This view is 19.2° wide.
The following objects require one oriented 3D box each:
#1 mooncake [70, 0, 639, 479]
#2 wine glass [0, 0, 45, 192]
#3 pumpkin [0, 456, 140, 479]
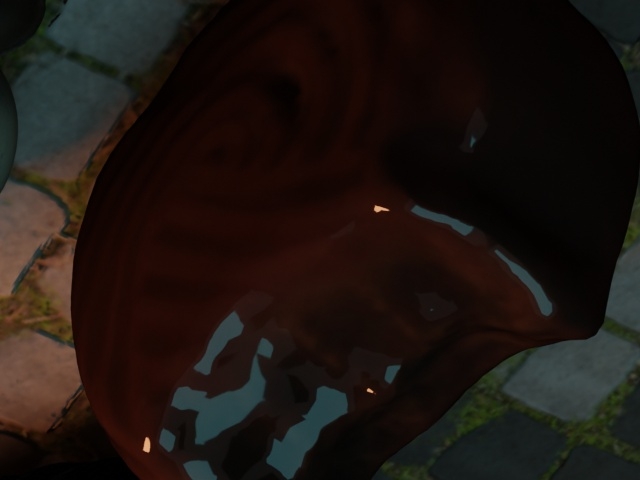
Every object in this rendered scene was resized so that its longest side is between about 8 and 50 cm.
[{"bbox_3d":[0.000,0.000,0.996,0.174,0.334,0.326,36,148,-30],"label":"mooncake"},{"bbox_3d":[-0.204,-0.062,0.998,0.093,0.093,0.202,5,142,-18],"label":"wine glass"},{"bbox_3d":[-0.166,0.305,1.126,0.363,0.363,0.266,-27,121,4],"label":"pumpkin"}]
